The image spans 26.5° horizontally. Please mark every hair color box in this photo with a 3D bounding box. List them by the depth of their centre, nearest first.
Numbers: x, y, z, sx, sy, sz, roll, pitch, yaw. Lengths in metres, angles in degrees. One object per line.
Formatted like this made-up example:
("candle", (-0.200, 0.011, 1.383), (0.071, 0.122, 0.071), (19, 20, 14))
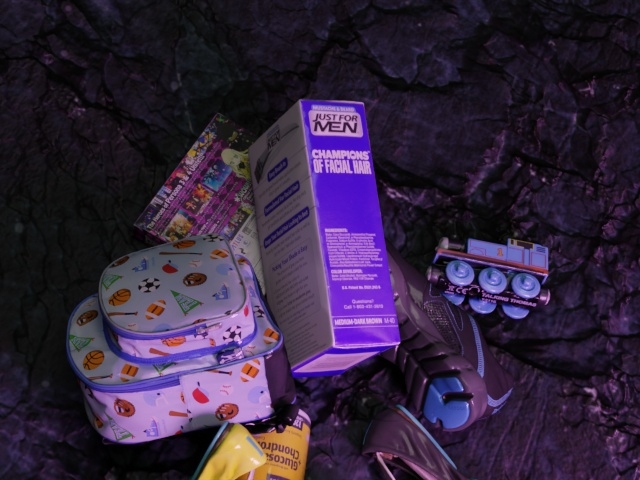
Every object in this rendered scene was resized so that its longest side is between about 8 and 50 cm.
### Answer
("hair color box", (0.000, 0.000, 1.830), (0.110, 0.185, 0.339), (-2, 73, -27))

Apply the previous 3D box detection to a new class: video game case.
("video game case", (-0.120, -0.044, 1.945), (0.210, 0.042, 0.232), (31, 60, 3))

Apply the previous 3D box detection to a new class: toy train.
("toy train", (0.242, 0.047, 1.964), (0.184, 0.080, 0.105), (11, 52, -5))

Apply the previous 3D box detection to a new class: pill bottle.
("pill bottle", (-0.072, 0.306, 1.737), (0.103, 0.103, 0.184), (11, 61, -7))

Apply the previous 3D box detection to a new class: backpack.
("backpack", (-0.185, 0.132, 1.707), (0.263, 0.213, 0.276), (-21, 30, -4))

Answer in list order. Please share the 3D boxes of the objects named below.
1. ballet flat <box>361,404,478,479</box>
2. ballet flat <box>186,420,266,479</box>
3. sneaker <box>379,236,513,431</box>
("ballet flat", (0.167, 0.337, 1.790), (0.280, 0.095, 0.096), (38, 71, 20))
("ballet flat", (-0.136, 0.311, 1.657), (0.077, 0.231, 0.077), (35, 35, -2))
("sneaker", (0.133, 0.115, 1.898), (0.139, 0.125, 0.341), (-10, 59, -48))
